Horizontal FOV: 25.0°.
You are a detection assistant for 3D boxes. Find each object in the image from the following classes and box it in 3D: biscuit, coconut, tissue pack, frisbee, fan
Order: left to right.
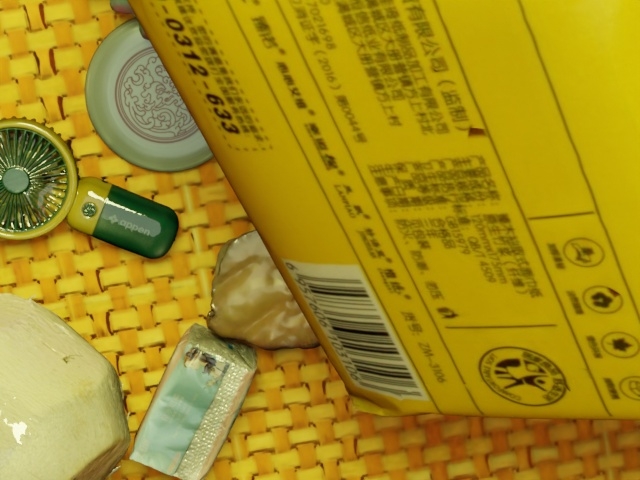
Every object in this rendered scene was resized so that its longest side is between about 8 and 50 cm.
[{"bbox_3d":[-0.217,0.114,0.954,0.162,0.161,0.161,43,98,9],"label":"coconut"},{"bbox_3d":[-0.171,-0.029,0.981,0.155,0.039,0.082,23,100,-9],"label":"fan"},{"bbox_3d":[-0.105,-0.100,0.980,0.110,0.014,0.110,0,103,-2],"label":"frisbee"},{"bbox_3d":[-0.086,0.111,0.998,0.059,0.074,0.094,25,98,-5],"label":"tissue pack"},{"bbox_3d":[0.000,0.000,0.985,0.118,0.061,0.183,29,102,-10],"label":"biscuit"},{"bbox_3d":[0.091,-0.105,0.736,0.293,0.228,0.382,-2,133,33],"label":"tissue pack"}]

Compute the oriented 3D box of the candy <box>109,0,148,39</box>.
[{"bbox_3d":[-0.042,-0.303,0.853,0.263,0.172,0.398,45,113,5],"label":"candy"}]
